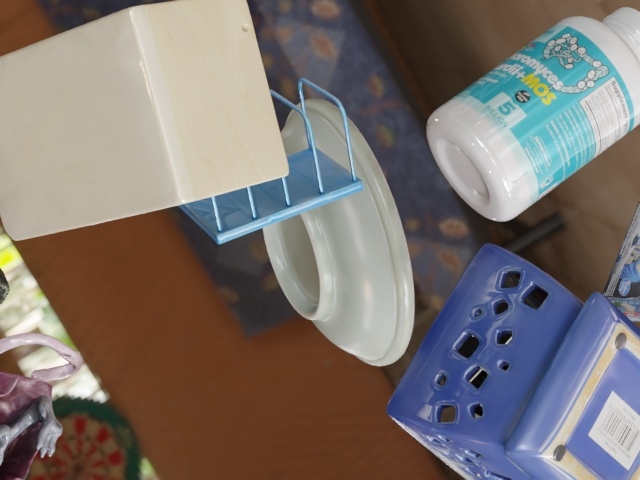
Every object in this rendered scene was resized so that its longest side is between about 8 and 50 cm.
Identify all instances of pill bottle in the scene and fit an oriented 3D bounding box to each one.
[{"bbox_3d":[0.257,-0.148,1.586,0.146,0.264,0.146,50,166,17],"label":"pill bottle"}]

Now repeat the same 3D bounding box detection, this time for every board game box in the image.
[{"bbox_3d":[0.452,0.024,1.684,0.194,0.194,0.060,16,156,24],"label":"board game box"}]

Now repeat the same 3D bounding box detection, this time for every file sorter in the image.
[{"bbox_3d":[-0.063,-0.089,1.518,0.118,0.170,0.104,39,146,56],"label":"file sorter"}]

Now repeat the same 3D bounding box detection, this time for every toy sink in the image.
[{"bbox_3d":[-0.159,-0.098,1.181,0.234,0.131,0.152,-11,95,44],"label":"toy sink"}]

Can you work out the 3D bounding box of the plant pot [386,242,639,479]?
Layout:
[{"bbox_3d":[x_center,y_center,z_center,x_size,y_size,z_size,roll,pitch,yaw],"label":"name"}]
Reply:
[{"bbox_3d":[0.256,0.173,1.612,0.212,0.236,0.236,18,163,50],"label":"plant pot"}]

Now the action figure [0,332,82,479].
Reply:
[{"bbox_3d":[-0.531,0.200,1.815,0.370,0.275,0.248,10,156,24],"label":"action figure"}]

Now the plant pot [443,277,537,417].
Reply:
[{"bbox_3d":[0.274,0.147,2.084,0.187,0.188,0.167,30,-160,-37],"label":"plant pot"}]

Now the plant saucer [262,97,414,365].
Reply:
[{"bbox_3d":[0.000,0.000,2.072,0.400,0.101,0.400,52,151,44],"label":"plant saucer"}]

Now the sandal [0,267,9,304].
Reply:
[{"bbox_3d":[-0.463,0.161,1.385,0.107,0.446,0.167,62,-164,11],"label":"sandal"}]
